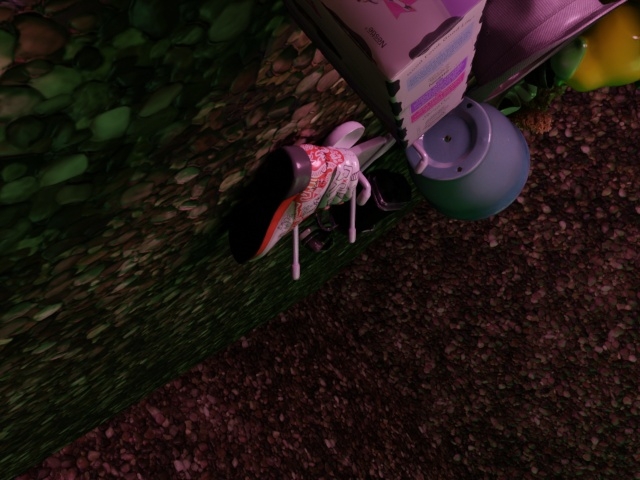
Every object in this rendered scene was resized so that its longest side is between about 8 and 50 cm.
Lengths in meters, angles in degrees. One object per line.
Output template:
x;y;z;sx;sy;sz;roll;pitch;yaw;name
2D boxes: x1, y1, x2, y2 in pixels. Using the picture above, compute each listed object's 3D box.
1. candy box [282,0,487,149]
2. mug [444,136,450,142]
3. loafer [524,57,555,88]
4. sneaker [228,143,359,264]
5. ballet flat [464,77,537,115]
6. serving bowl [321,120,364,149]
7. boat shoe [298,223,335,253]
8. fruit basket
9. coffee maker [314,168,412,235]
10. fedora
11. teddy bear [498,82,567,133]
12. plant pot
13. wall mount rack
0.029;-0.163;0.382;0.070;0.165;0.196;-40;172;8;candy box
0.344;-0.245;1.570;0.150;0.113;0.169;-38;176;10;mug
0.546;-0.446;1.277;0.080;0.078;0.220;-37;151;-12;loafer
-0.042;-0.051;0.874;0.145;0.090;0.270;-9;152;-36;sneaker
0.493;-0.390;1.415;0.316;0.106;0.107;-35;171;-24;ballet flat
0.031;-0.165;0.884;0.083;0.027;0.083;-38;173;-6;serving bowl
0.000;0.000;1.544;0.081;0.069;0.227;-40;172;14;boat shoe
0.642;-0.438;1.061;0.391;0.283;0.392;2;180;0;fruit basket
0.108;-0.082;1.312;0.171;0.120;0.178;-36;179;-35;coffee maker
0.322;-0.338;0.861;0.243;0.124;0.275;-34;180;-14;fedora
0.535;-0.351;1.516;0.338;0.245;0.113;-55;140;-29;teddy bear
0.307;-0.195;1.214;0.271;0.272;0.255;-41;157;18;plant pot
0.048;-0.079;1.092;0.350;0.130;0.304;-30;170;-43;wall mount rack
